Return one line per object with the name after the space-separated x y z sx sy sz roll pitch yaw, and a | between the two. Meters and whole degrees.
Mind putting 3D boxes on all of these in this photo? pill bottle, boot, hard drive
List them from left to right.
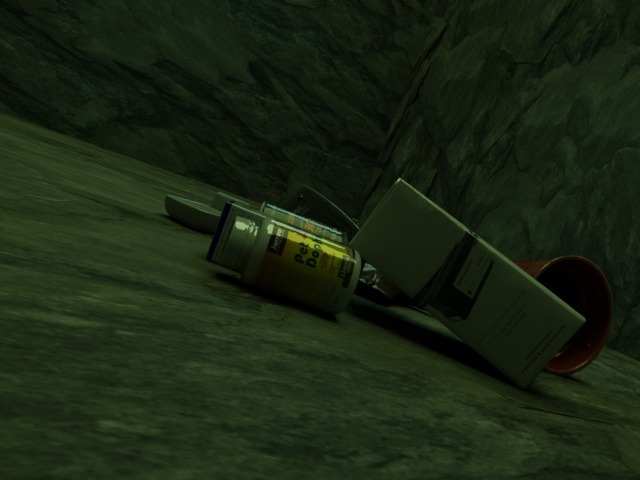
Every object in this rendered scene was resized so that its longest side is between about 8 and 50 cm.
-0.050 0.036 0.894 0.214 0.117 0.117 20 4 -11 | pill bottle
-0.029 0.019 1.154 0.245 0.131 0.130 21 4 -8 | pill bottle
-0.021 -0.026 1.419 0.254 0.172 0.054 42 -12 37 | hard drive
0.181 0.129 1.348 0.248 0.090 0.207 23 16 9 | boot

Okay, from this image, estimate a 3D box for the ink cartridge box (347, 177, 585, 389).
0.270 0.070 1.074 0.395 0.166 0.285 40 8 11 | ink cartridge box

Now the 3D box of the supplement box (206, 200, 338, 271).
-0.085 0.016 1.022 0.219 0.114 0.111 20 3 -4 | supplement box

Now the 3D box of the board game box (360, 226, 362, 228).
0.152 0.028 1.918 0.048 0.141 0.170 24 4 15 | board game box

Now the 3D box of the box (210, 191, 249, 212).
-0.267 -0.083 1.583 0.101 0.087 0.101 21 4 -9 | box

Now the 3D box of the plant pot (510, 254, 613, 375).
0.511 0.161 1.353 0.272 0.273 0.265 20 -4 -21 | plant pot

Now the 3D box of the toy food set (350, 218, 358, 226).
0.075 0.024 1.585 0.038 0.192 0.132 -22 25 -27 | toy food set

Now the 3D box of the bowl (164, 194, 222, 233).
-0.301 -0.060 1.338 0.142 0.053 0.142 25 5 31 | bowl
